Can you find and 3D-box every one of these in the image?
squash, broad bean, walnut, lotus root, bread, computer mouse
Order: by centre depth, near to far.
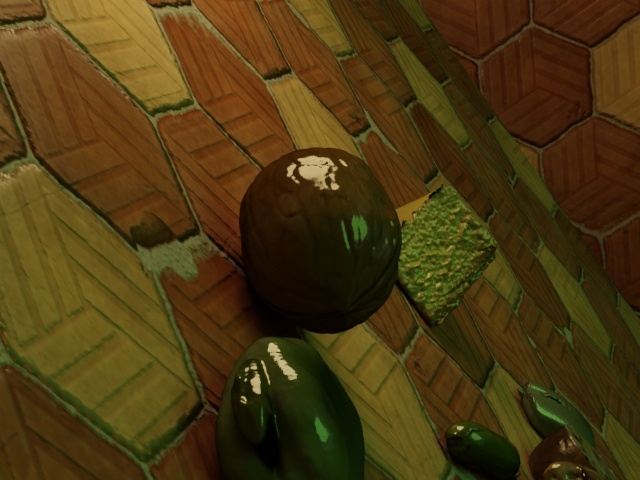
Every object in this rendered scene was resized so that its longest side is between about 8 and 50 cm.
[{"bbox_3d":[-0.023,0.157,1.194,0.228,0.100,0.169,44,24,-70],"label":"broad bean"},{"bbox_3d":[0.000,0.000,1.421,0.167,0.167,0.207,42,20,-36],"label":"walnut"},{"bbox_3d":[0.197,0.249,1.681,0.183,0.052,0.052,37,25,-54],"label":"squash"},{"bbox_3d":[0.332,0.301,1.889,0.122,0.081,0.112,41,20,-38],"label":"lotus root"},{"bbox_3d":[0.148,0.023,1.894,0.147,0.127,0.152,50,35,-16],"label":"bread"},{"bbox_3d":[0.343,0.258,2.045,0.182,0.056,0.089,47,14,-25],"label":"computer mouse"}]

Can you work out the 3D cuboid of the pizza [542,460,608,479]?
[{"bbox_3d":[0.359,0.389,1.782,0.305,0.085,0.161,54,29,-22],"label":"pizza"}]
